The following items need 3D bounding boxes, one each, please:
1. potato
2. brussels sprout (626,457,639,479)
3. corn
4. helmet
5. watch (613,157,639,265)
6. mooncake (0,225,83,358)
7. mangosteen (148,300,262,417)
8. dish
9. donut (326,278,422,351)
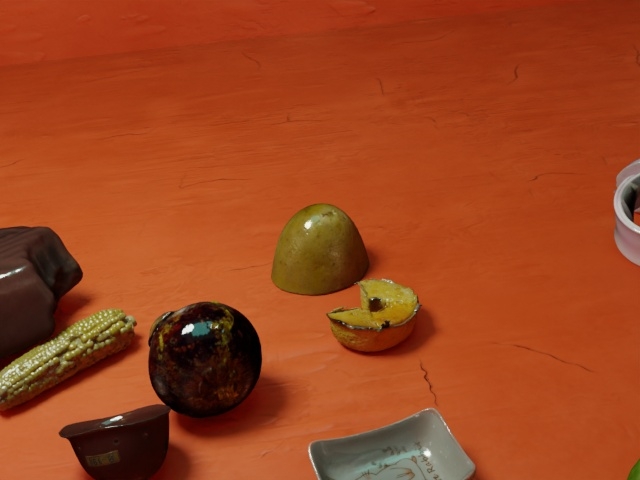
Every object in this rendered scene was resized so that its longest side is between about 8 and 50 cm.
[{"bbox_3d":[0.000,0.000,1.827,0.203,0.158,0.178,-4,32,-6],"label":"potato"},{"bbox_3d":[0.495,0.340,1.145,0.244,0.244,0.244,-4,31,2],"label":"brussels sprout"},{"bbox_3d":[-0.449,0.203,1.615,0.288,0.087,0.086,-31,39,-34],"label":"corn"},{"bbox_3d":[-0.304,0.316,1.377,0.175,0.106,0.155,-8,0,12],"label":"helmet"},{"bbox_3d":[0.678,-0.049,1.826,0.244,0.196,0.231,19,59,35],"label":"watch"},{"bbox_3d":[-0.596,0.090,1.678,0.333,0.174,0.326,-5,24,35],"label":"mooncake"},{"bbox_3d":[-0.200,0.183,1.508,0.192,0.192,0.217,-19,29,-22],"label":"mangosteen"},{"bbox_3d":[0.102,0.338,1.316,0.212,0.077,0.151,-13,34,-14],"label":"dish"},{"bbox_3d":[0.105,0.139,1.653,0.146,0.078,0.181,12,28,24],"label":"donut"}]
